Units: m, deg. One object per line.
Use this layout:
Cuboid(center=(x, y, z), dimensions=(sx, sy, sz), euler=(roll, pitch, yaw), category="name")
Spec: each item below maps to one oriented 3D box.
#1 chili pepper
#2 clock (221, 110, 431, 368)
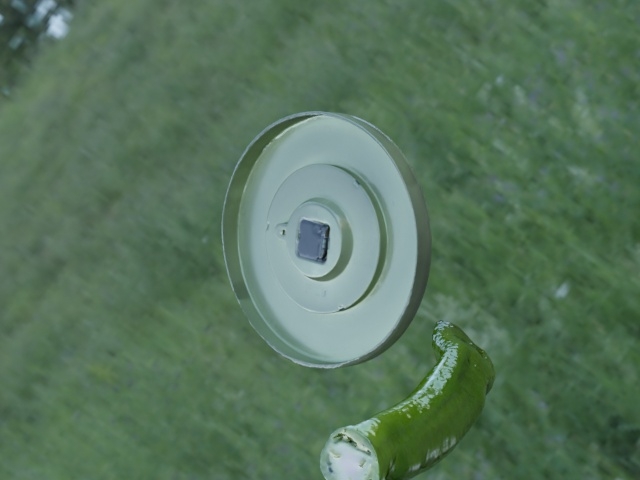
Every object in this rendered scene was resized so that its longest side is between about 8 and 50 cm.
Cuboid(center=(0.062, 0.092, 0.694), dimensions=(0.050, 0.052, 0.201), euler=(-21, 6, 29), category="chili pepper")
Cuboid(center=(0.000, 0.000, 1.124), dimensions=(0.029, 0.235, 0.235), euler=(-4, -42, -49), category="clock")
